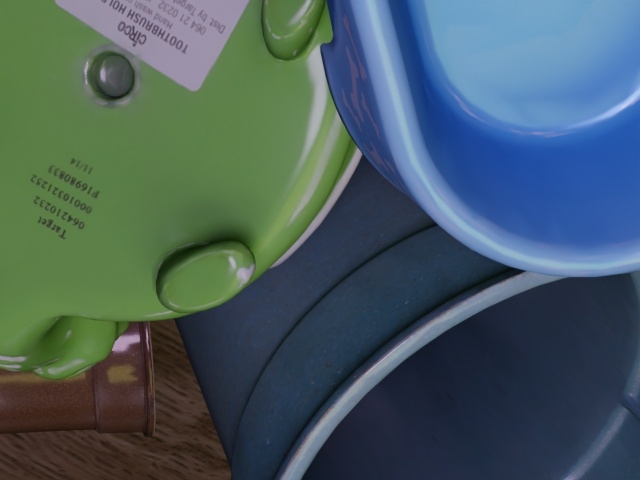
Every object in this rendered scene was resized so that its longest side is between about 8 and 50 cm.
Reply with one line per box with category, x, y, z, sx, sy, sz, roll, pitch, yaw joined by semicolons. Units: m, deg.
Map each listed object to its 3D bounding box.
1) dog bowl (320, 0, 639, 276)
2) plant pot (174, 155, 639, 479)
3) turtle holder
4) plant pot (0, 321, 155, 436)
dog bowl;0.067;-0.118;0.358;0.166;0.074;0.297;-16;118;3
plant pot;0.052;0.066;0.840;0.341;0.334;0.341;-14;127;-20
turtle holder;-0.082;-0.063;0.675;0.243;0.227;0.320;4;102;14
plant pot;-0.217;0.076;0.924;0.165;0.167;0.167;-5;138;-14
